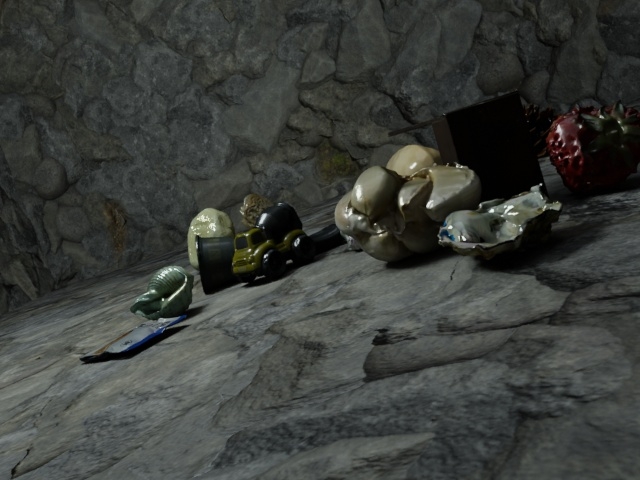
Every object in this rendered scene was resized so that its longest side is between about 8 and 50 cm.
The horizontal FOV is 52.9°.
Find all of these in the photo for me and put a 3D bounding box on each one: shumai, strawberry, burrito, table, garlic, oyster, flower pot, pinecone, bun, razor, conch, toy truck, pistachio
[{"bbox_3d":[-0.214,-0.082,2.143,0.116,0.145,0.145,-39,-5,33],"label":"shumai"},{"bbox_3d":[0.541,-0.176,1.281,0.187,0.184,0.201,-45,-21,-22],"label":"strawberry"},{"bbox_3d":[0.086,-0.013,1.613,0.064,0.064,0.203,-19,6,-1],"label":"burrito"},{"bbox_3d":[0.319,-0.170,1.451,0.196,0.250,0.282,-22,9,-19],"label":"table"},{"bbox_3d":[0.163,-0.044,1.246,0.281,0.184,0.203,5,28,14],"label":"garlic"},{"bbox_3d":[0.283,-0.015,1.048,0.214,0.083,0.223,-16,12,45],"label":"oyster"},{"bbox_3d":[-0.269,0.054,1.707,0.107,0.157,0.157,-9,6,-6],"label":"flower pot"},{"bbox_3d":[0.726,-0.375,2.188,0.208,0.207,0.208,-18,7,2],"label":"pinecone"},{"bbox_3d":[-0.360,0.008,2.159,0.134,0.220,0.220,12,-13,-35],"label":"bun"},{"bbox_3d":[0.000,0.000,1.750,0.148,0.054,0.090,-23,8,-25],"label":"razor"},{"bbox_3d":[-0.345,0.130,1.475,0.135,0.102,0.153,8,58,50],"label":"conch"},{"bbox_3d":[-0.132,0.004,1.615,0.147,0.165,0.224,-11,11,42],"label":"toy truck"},{"bbox_3d":[0.304,-0.214,2.072,0.187,0.187,0.299,-21,3,-16],"label":"pistachio"}]

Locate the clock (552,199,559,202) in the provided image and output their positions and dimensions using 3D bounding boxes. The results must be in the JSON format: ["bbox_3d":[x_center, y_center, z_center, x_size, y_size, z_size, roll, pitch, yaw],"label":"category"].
[{"bbox_3d":[0.440,-0.066,1.305,0.083,0.010,0.074,-15,9,35],"label":"clock"}]

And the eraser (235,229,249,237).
[{"bbox_3d":[-0.241,0.003,2.251,0.144,0.078,0.343,-21,7,-31],"label":"eraser"}]

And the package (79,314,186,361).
[{"bbox_3d":[-0.385,0.201,1.332,0.173,0.027,0.171,-18,7,37],"label":"package"}]
